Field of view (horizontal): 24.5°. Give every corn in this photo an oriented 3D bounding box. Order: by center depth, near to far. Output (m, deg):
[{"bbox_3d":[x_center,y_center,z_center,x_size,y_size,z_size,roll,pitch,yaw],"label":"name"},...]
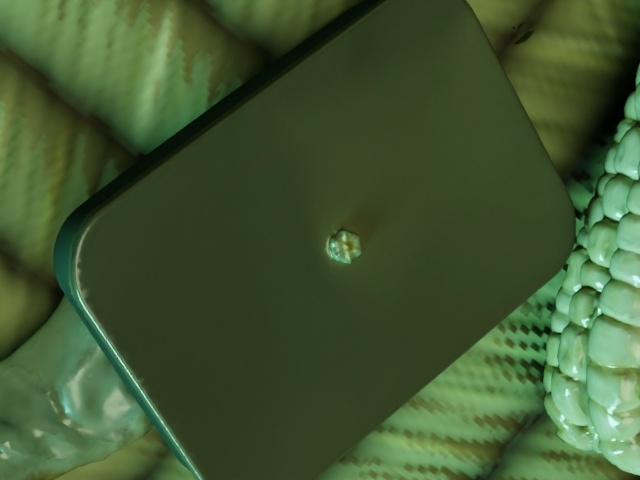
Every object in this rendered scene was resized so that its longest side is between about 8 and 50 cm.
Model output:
[{"bbox_3d":[0.122,-0.031,0.385,0.087,0.087,0.210,11,103,-17],"label":"corn"}]

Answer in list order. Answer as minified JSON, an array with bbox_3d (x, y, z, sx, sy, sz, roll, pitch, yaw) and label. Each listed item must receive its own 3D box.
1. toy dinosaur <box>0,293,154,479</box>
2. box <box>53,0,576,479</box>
[{"bbox_3d":[-0.198,0.121,0.344,0.205,0.092,0.393,35,86,-26],"label":"toy dinosaur"},{"bbox_3d":[0.000,0.000,0.374,0.126,0.031,0.091,-39,112,-18],"label":"box"}]
